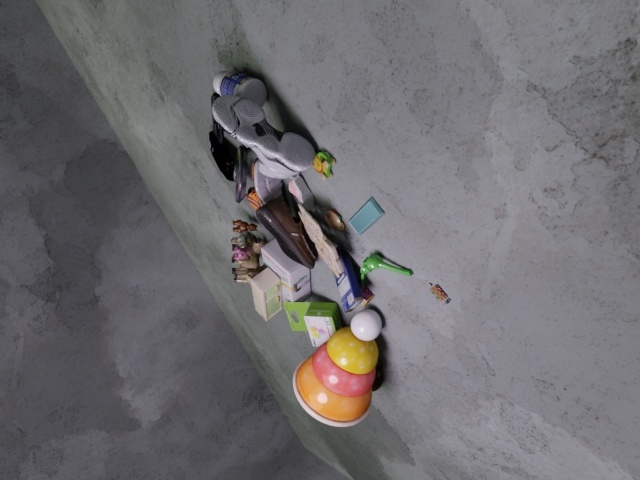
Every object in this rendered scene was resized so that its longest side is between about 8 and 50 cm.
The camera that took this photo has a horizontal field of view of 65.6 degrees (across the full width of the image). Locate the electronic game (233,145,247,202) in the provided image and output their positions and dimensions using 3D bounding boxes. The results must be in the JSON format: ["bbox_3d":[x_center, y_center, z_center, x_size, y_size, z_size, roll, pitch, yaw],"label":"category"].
[{"bbox_3d":[-0.324,-0.265,1.999,0.229,0.048,0.229,-177,90,-77],"label":"electronic game"}]

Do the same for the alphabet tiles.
[{"bbox_3d":[0.000,0.000,1.812,0.284,0.021,0.278,48,165,49],"label":"alphabet tiles"}]

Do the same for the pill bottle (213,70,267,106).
[{"bbox_3d":[-0.279,-0.513,1.687,0.187,0.112,0.112,32,145,37],"label":"pill bottle"}]

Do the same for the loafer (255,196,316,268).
[{"bbox_3d":[-0.102,-0.026,1.941,0.134,0.130,0.366,24,156,45],"label":"loafer"}]

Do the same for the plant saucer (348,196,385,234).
[{"bbox_3d":[0.143,-0.073,1.602,0.067,0.018,0.192,53,154,5],"label":"plant saucer"}]

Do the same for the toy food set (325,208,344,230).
[{"bbox_3d":[0.048,-0.073,1.753,0.083,0.020,0.082,10,128,55],"label":"toy food set"}]

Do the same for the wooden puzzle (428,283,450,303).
[{"bbox_3d":[0.362,0.162,1.522,0.083,0.006,0.049,51,153,9],"label":"wooden puzzle"}]

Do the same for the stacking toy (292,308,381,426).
[{"bbox_3d":[0.119,0.465,1.965,0.351,0.351,0.479,41,126,26],"label":"stacking toy"}]

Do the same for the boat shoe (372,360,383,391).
[{"bbox_3d":[0.230,0.572,2.151,0.072,0.068,0.189,46,144,45],"label":"boat shoe"}]

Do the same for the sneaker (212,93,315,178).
[{"bbox_3d":[-0.201,-0.324,1.652,0.366,0.137,0.210,32,162,-6],"label":"sneaker"}]

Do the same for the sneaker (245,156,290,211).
[{"bbox_3d":[-0.238,-0.202,1.958,0.180,0.125,0.321,30,144,39],"label":"sneaker"}]

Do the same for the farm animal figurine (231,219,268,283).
[{"bbox_3d":[-0.326,0.075,2.332,0.326,0.172,0.330,118,150,-64],"label":"farm animal figurine"}]

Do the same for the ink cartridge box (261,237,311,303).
[{"bbox_3d":[-0.150,0.143,2.211,0.201,0.117,0.278,39,150,30],"label":"ink cartridge box"}]

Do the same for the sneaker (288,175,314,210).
[{"bbox_3d":[-0.071,-0.171,1.806,0.070,0.051,0.134,-4,115,62],"label":"sneaker"}]

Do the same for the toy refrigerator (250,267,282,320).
[{"bbox_3d":[-0.236,0.248,2.232,0.094,0.102,0.269,41,152,26],"label":"toy refrigerator"}]

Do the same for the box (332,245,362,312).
[{"bbox_3d":[0.091,0.141,1.845,0.136,0.037,0.225,120,137,-61],"label":"box"}]

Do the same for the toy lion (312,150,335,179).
[{"bbox_3d":[0.004,-0.252,1.616,0.096,0.034,0.100,53,154,22],"label":"toy lion"}]

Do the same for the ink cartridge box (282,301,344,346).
[{"bbox_3d":[-0.039,0.368,2.179,0.255,0.097,0.188,-2,126,20],"label":"ink cartridge box"}]

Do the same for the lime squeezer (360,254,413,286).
[{"bbox_3d":[0.188,0.096,1.700,0.110,0.058,0.310,30,157,-17],"label":"lime squeezer"}]

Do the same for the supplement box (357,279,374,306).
[{"bbox_3d":[0.154,0.197,1.860,0.083,0.043,0.055,49,153,11],"label":"supplement box"}]

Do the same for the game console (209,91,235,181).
[{"bbox_3d":[-0.404,-0.422,2.027,0.213,0.044,0.361,57,155,32],"label":"game console"}]
